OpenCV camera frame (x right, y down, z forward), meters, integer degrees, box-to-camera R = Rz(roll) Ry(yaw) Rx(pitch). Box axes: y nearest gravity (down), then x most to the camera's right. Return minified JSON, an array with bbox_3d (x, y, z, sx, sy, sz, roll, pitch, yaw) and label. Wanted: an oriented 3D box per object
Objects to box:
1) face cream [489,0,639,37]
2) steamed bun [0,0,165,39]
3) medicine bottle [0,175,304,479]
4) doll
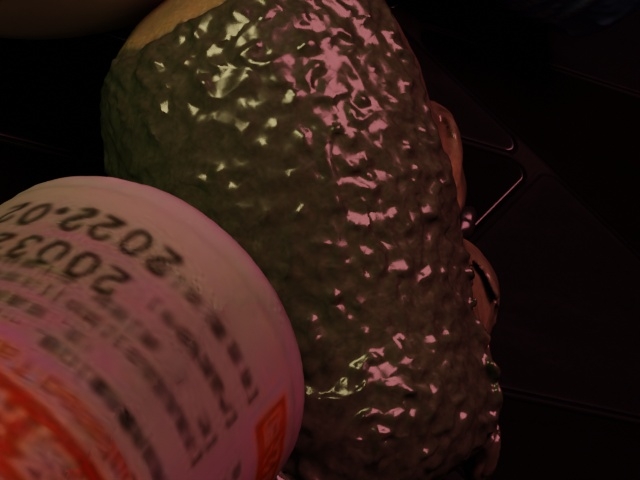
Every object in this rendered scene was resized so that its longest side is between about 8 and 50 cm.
[{"bbox_3d":[0.182,-0.318,1.668,0.225,0.249,0.249,21,42,-23],"label":"face cream"},{"bbox_3d":[-0.178,-0.286,1.270,0.374,0.334,0.334,-15,63,-24],"label":"steamed bun"},{"bbox_3d":[-0.183,0.137,0.951,0.219,0.219,0.388,43,38,3],"label":"medicine bottle"},{"bbox_3d":[0.000,0.000,1.233,0.247,0.247,0.349,-3,69,-42],"label":"doll"}]
